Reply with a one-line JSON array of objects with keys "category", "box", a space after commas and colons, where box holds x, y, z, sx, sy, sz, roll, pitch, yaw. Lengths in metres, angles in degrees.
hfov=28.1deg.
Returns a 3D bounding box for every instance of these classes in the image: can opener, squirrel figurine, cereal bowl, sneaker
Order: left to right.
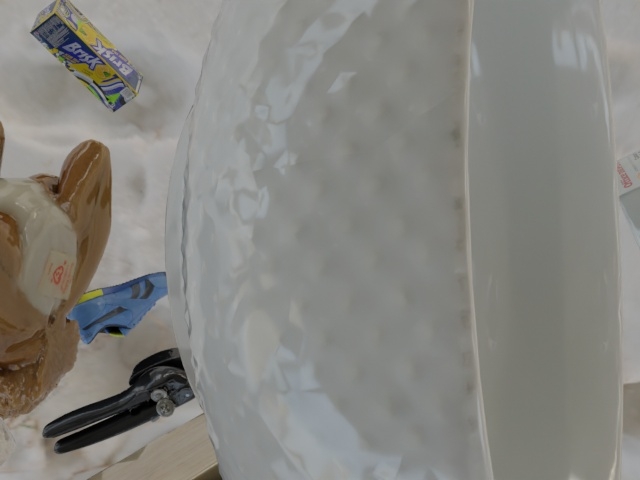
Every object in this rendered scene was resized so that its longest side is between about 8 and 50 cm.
[{"category": "squirrel figurine", "box": [-0.478, 0.029, 1.588, 0.371, 0.281, 0.396, 13, 123, 21]}, {"category": "can opener", "box": [-0.216, 0.186, 1.399, 0.186, 0.073, 0.059, -30, 111, 7]}, {"category": "sneaker", "box": [-0.293, 0.104, 1.935, 0.069, 0.209, 0.082, -32, 81, 41]}, {"category": "cereal bowl", "box": [0.035, 0.007, 0.519, 0.141, 0.339, 0.338, -3, 82, 21]}]

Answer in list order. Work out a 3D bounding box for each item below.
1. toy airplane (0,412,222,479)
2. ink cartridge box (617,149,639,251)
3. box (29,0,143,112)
[{"category": "toy airplane", "box": [-0.189, 0.210, 0.626, 0.386, 0.384, 0.272, -33, 88, 25]}, {"category": "ink cartridge box", "box": [0.437, -0.053, 1.484, 0.176, 0.128, 0.127, -27, 105, 11]}, {"category": "box", "box": [-0.331, -0.265, 1.826, 0.054, 0.059, 0.169, -31, 121, 23]}]
